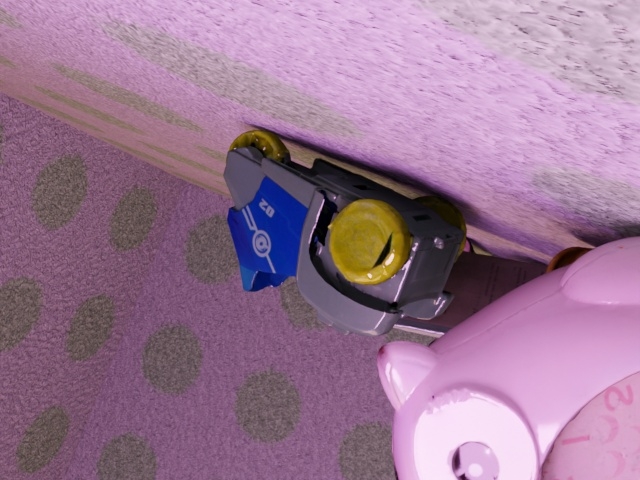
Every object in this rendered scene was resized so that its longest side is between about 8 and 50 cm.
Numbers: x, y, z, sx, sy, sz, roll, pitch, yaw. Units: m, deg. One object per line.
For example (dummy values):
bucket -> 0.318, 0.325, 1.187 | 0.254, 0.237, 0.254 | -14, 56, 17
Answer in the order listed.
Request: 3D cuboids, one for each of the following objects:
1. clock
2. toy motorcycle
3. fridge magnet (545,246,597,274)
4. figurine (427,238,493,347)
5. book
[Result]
clock -> 0.251, 0.176, 0.898 | 0.377, 0.368, 0.250 | -8, -161, 2
toy motorcycle -> 0.000, 0.000, 1.204 | 0.326, 0.200, 0.191 | 25, -163, 28
fridge magnet -> 0.308, 0.063, 1.051 | 0.143, 0.143, 0.063 | 22, 137, -8
figurine -> 0.319, 0.132, 1.538 | 0.211, 0.253, 0.361 | -24, -151, -22
book -> 0.219, 0.077, 1.293 | 0.283, 0.025, 0.215 | 12, -148, 13
